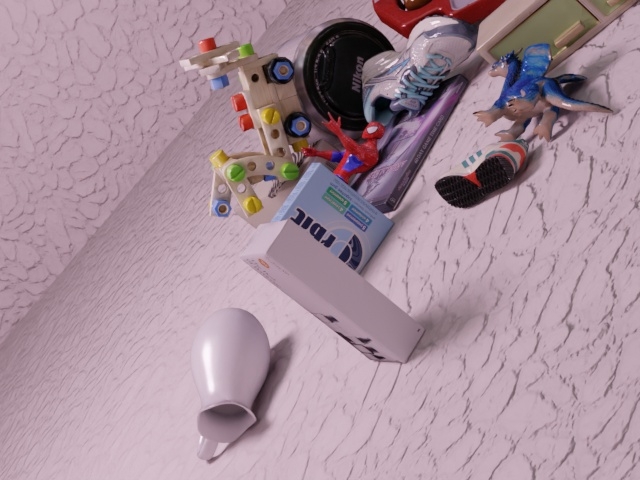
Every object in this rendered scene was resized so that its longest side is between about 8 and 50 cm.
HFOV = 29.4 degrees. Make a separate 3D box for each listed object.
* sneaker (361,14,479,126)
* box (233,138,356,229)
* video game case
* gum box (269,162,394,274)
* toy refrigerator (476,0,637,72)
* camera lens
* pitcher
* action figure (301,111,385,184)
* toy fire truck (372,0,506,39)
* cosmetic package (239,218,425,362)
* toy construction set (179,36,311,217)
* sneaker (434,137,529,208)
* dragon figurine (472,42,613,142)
[{"bbox_3d":[0.169,-0.273,2.041,0.283,0.110,0.122,-31,44,53],"label":"sneaker"},{"bbox_3d":[-0.048,-0.094,2.271,0.275,0.094,0.113,-19,38,58],"label":"box"},{"bbox_3d":[0.131,-0.151,2.059,0.274,0.026,0.196,-58,19,-21],"label":"video game case"},{"bbox_3d":[0.000,0.000,1.873,0.184,0.157,0.041,-54,19,-9],"label":"gum box"},{"bbox_3d":[0.355,-0.340,1.749,0.269,0.102,0.094,-39,22,34],"label":"toy refrigerator"},{"bbox_3d":[0.011,-0.289,2.295,0.219,0.219,0.274,-57,19,-16],"label":"camera lens"},{"bbox_3d":[-0.153,0.224,1.906,0.207,0.125,0.178,-89,24,-45],"label":"pitcher"},{"bbox_3d":[-0.005,-0.108,2.063,0.280,0.139,0.091,-51,19,-3],"label":"action figure"},{"bbox_3d":[0.230,-0.462,2.142,0.302,0.169,0.254,-25,43,18],"label":"toy fire truck"},{"bbox_3d":[0.014,0.068,1.573,0.060,0.239,0.099,-57,18,-19],"label":"cosmetic package"},{"bbox_3d":[-0.131,-0.210,2.106,0.215,0.328,0.151,-21,29,-13],"label":"toy construction set"},{"bbox_3d":[0.228,-0.097,1.692,0.075,0.057,0.161,-43,9,-34],"label":"sneaker"},{"bbox_3d":[0.301,-0.212,1.660,0.144,0.085,0.289,-58,18,-17],"label":"dragon figurine"}]
